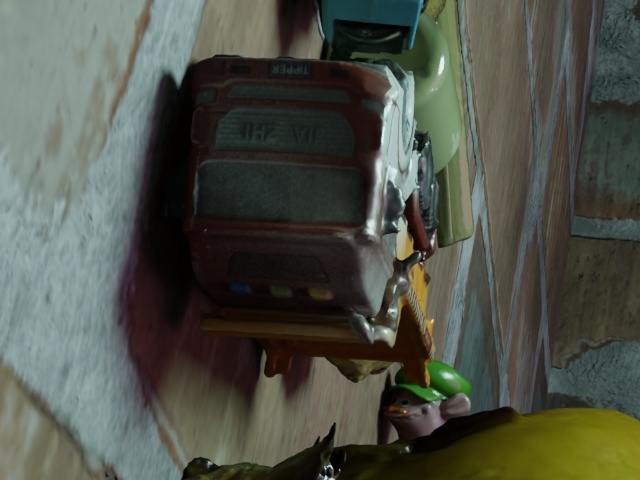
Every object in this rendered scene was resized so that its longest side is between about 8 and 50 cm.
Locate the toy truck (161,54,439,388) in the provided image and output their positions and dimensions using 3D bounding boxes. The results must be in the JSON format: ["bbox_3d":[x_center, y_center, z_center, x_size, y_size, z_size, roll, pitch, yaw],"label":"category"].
[{"bbox_3d":[0.000,0.000,0.866,0.270,0.114,0.135,61,32,-73],"label":"toy truck"}]

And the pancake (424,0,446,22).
[{"bbox_3d":[0.068,-0.244,1.204,0.199,0.021,0.199,3,90,-69],"label":"pancake"}]

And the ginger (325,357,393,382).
[{"bbox_3d":[0.016,0.025,1.054,0.165,0.067,0.096,64,32,-44],"label":"ginger"}]

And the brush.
[{"bbox_3d":[0.084,-0.136,1.319,0.054,0.048,0.282,-22,110,-65],"label":"brush"}]

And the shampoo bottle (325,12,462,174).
[{"bbox_3d":[0.052,-0.085,1.119,0.162,0.079,0.079,66,32,-65],"label":"shampoo bottle"}]

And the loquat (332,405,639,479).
[{"bbox_3d":[0.103,0.263,0.911,0.359,0.328,0.328,66,8,11],"label":"loquat"}]

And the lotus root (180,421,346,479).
[{"bbox_3d":[-0.039,0.196,0.699,0.154,0.154,0.278,-44,138,-71],"label":"lotus root"}]

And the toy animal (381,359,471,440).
[{"bbox_3d":[0.090,0.204,1.388,0.103,0.100,0.208,30,44,-35],"label":"toy animal"}]

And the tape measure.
[{"bbox_3d":[0.031,-0.186,0.970,0.125,0.081,0.146,-85,-179,-54],"label":"tape measure"}]
